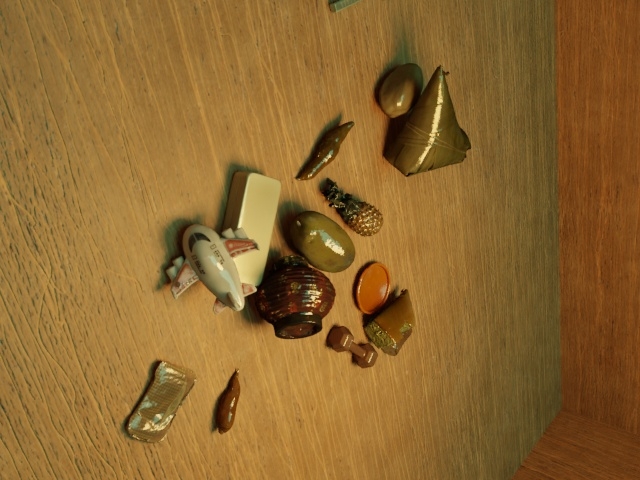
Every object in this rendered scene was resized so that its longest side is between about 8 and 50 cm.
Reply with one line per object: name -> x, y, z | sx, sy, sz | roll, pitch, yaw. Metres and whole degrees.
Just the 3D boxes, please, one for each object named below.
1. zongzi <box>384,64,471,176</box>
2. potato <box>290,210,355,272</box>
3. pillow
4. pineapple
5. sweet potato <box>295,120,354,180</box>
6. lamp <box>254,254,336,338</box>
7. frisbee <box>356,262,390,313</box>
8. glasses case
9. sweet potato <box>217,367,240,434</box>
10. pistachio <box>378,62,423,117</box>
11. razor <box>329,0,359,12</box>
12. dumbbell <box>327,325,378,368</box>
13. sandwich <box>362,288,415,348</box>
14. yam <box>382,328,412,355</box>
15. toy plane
zongzi -> 0.463, -0.422, 1.998 | 0.447, 0.181, 0.418 | -18, 138, -42
potato -> 0.000, 0.000, 1.712 | 0.251, 0.174, 0.159 | 39, 50, -41
pillow -> -0.417, 0.428, 1.481 | 0.135, 0.034, 0.211 | 37, 74, -46
pineapple -> 0.103, -0.106, 1.847 | 0.251, 0.125, 0.125 | 38, 72, -38
sweet potato -> 0.018, -0.275, 1.755 | 0.274, 0.067, 0.067 | -52, 131, -18
lamp -> -0.075, 0.163, 1.647 | 0.247, 0.247, 0.247 | -12, 108, -44
frisbee -> 0.187, 0.173, 2.047 | 0.192, 0.035, 0.192 | -15, 111, -45
glasses case -> -0.203, -0.031, 1.572 | 0.131, 0.070, 0.313 | 10, 92, -47
sweet potato -> -0.263, 0.468, 1.640 | 0.056, 0.056, 0.195 | 28, 72, -46
pistachio -> 0.278, -0.516, 1.931 | 0.136, 0.136, 0.226 | 51, 58, -40
razor -> 0.133, -0.775, 1.765 | 0.278, 0.056, 0.111 | -41, 127, -33
dumbbell -> 0.117, 0.380, 1.988 | 0.231, 0.082, 0.092 | 40, 72, -43
sandwich -> 0.275, 0.290, 2.090 | 0.235, 0.122, 0.128 | -35, 84, -37
yam -> 0.295, 0.376, 2.175 | 0.127, 0.084, 0.084 | -52, 131, -29
toy plane -> -0.270, 0.071, 1.445 | 0.252, 0.118, 0.252 | 0, 88, -6
